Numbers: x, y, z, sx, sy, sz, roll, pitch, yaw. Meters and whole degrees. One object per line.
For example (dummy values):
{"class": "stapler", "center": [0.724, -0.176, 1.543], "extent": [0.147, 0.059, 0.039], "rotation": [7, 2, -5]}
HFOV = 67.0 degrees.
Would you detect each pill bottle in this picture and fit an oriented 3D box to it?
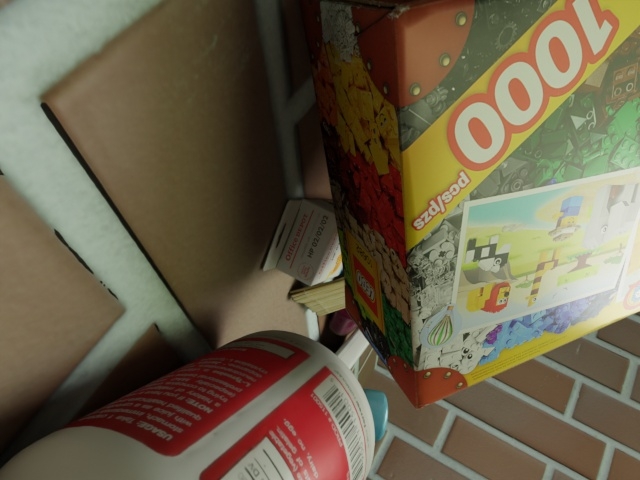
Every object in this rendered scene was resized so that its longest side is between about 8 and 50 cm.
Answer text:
{"class": "pill bottle", "center": [-0.114, 0.231, 0.401], "extent": [0.408, 0.229, 0.228], "rotation": [-11, 125, -68]}

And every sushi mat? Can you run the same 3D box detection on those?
{"class": "sushi mat", "center": [0.117, 0.065, 0.783], "extent": [0.151, 0.317, 0.019], "rotation": [44, 31, -65]}

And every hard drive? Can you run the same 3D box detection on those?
{"class": "hard drive", "center": [0.055, 0.279, 1.150], "extent": [0.233, 0.047, 0.353], "rotation": [-55, 169, 29]}

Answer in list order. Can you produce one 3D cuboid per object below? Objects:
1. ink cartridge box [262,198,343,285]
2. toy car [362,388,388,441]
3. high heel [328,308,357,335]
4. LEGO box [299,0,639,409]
{"class": "ink cartridge box", "center": [0.000, 0.000, 0.676], "extent": [0.181, 0.062, 0.104], "rotation": [-10, 124, -68]}
{"class": "toy car", "center": [-0.030, 0.241, 0.790], "extent": [0.238, 0.220, 0.210], "rotation": [-92, -166, -60]}
{"class": "high heel", "center": [0.164, 0.060, 1.093], "extent": [0.377, 0.127, 0.181], "rotation": [-45, 165, -39]}
{"class": "LEGO box", "center": [0.263, -0.101, 0.508], "extent": [0.501, 0.193, 0.372], "rotation": [-19, 123, -13]}
